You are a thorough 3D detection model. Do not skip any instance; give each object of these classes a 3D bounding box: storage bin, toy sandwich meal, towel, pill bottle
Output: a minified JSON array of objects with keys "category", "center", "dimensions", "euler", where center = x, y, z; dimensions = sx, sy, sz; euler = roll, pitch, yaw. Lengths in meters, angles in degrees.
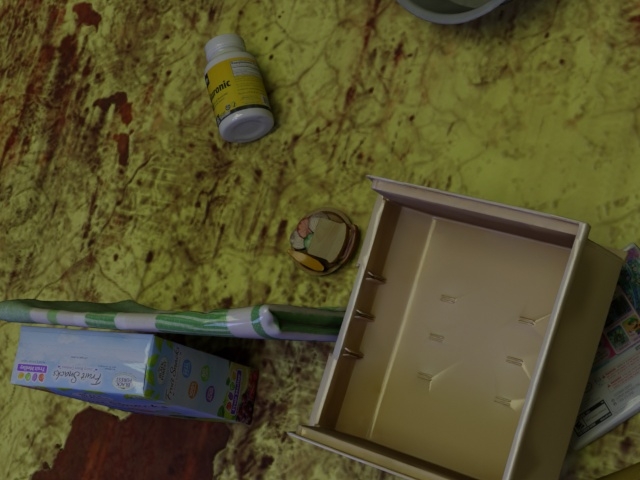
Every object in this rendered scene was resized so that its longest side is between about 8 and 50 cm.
[{"category":"storage bin","center":[0.123,0.094,1.447],"dimensions":[0.260,0.123,0.262],"euler":[15,87,35]},{"category":"toy sandwich meal","center":[0.000,0.000,1.662],"dimensions":[0.085,0.029,0.086],"euler":[-9,71,27]},{"category":"towel","center":[-0.134,0.079,1.591],"dimensions":[0.324,0.248,0.038],"euler":[2,87,28]},{"category":"pill bottle","center":[-0.096,-0.175,1.749],"dimensions":[0.065,0.065,0.116],"euler":[-26,63,21]}]

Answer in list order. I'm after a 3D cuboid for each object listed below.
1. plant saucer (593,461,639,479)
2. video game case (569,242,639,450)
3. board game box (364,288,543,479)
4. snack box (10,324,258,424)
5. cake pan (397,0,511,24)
[{"category":"plant saucer","center":[0.257,0.378,1.376],"dimensions":[0.332,0.081,0.333],"euler":[-26,64,20]},{"category":"video game case","center":[0.276,0.102,1.484],"dimensions":[0.157,0.019,0.143],"euler":[-36,61,16]},{"category":"board game box","center":[0.134,0.149,1.525],"dimensions":[0.211,0.039,0.160],"euler":[21,90,37]},{"category":"snack box","center":[-0.194,0.144,1.624],"dimensions":[0.174,0.207,0.070],"euler":[2,76,30]},{"category":"cake pan","center":[0.161,-0.372,1.611],"dimensions":[0.293,0.054,0.293],"euler":[0,90,50]}]
